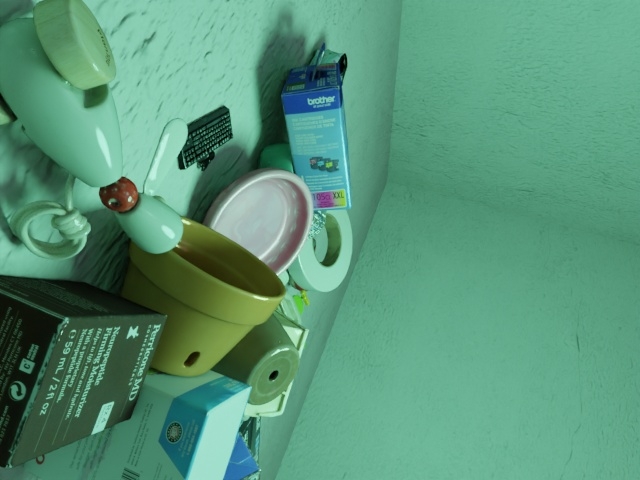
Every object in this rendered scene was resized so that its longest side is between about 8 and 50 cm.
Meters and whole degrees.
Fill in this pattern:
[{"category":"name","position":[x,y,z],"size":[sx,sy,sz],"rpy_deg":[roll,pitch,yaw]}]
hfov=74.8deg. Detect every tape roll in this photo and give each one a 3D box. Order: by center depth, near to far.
[{"category":"tape roll","position":[0.000,0.000,1.599],"size":[0.391,0.071,0.393],"rpy_deg":[1,89,-56]}]

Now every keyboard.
[{"category":"keyboard","position":[-0.236,-0.204,0.880],"size":[0.180,0.023,0.108],"rpy_deg":[-55,157,-50]}]

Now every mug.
[{"category":"mug","position":[-0.115,-0.204,1.165],"size":[0.158,0.097,0.130],"rpy_deg":[-77,161,-74]}]

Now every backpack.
[{"category":"backpack","position":[0.017,-0.512,1.312],"size":[0.152,0.115,0.182],"rpy_deg":[104,6,-71]}]

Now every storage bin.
[{"category":"storage bin","position":[-0.179,0.343,1.238],"size":[0.262,0.123,0.261],"rpy_deg":[12,-96,62]}]

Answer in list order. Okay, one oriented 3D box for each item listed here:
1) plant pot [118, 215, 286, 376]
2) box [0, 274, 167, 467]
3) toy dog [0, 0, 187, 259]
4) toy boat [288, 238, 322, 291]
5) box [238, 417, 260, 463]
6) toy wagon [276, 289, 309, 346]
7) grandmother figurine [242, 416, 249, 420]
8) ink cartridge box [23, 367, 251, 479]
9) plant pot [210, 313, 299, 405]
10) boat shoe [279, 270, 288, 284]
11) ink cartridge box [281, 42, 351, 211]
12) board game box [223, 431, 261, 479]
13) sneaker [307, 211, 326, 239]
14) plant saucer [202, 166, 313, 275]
[{"category":"plant pot","position":[-0.238,0.104,0.771],"size":[0.204,0.290,0.291],"rpy_deg":[-57,167,7]},{"category":"box","position":[-0.351,0.151,0.550],"size":[0.203,0.166,0.169],"rpy_deg":[36,71,-75]},{"category":"toy dog","position":[-0.282,-0.136,0.518],"size":[0.334,0.219,0.161],"rpy_deg":[102,-19,-47]},{"category":"toy boat","position":[-0.038,0.108,1.732],"size":[0.151,0.151,0.231],"rpy_deg":[-47,151,-59]},{"category":"box","position":[-0.334,0.834,1.546],"size":[0.318,0.097,0.395],"rpy_deg":[-53,154,-58]},{"category":"toy wagon","position":[-0.136,0.300,1.552],"size":[0.344,0.068,0.268],"rpy_deg":[-50,124,-59]},{"category":"grandmother figurine","position":[-0.232,0.485,1.541],"size":[0.208,0.103,0.343],"rpy_deg":[72,34,-52]},{"category":"ink cartridge box","position":[-0.300,0.318,0.727],"size":[0.197,0.269,0.198],"rpy_deg":[35,73,-77]},{"category":"plant pot","position":[-0.173,0.247,0.957],"size":[0.263,0.229,0.263],"rpy_deg":[-26,131,-35]},{"category":"boat shoe","position":[-0.175,0.026,1.239],"size":[0.305,0.109,0.091],"rpy_deg":[72,-6,-47]},{"category":"ink cartridge box","position":[-0.004,-0.314,1.149],"size":[0.270,0.151,0.396],"rpy_deg":[-87,169,-55]},{"category":"board game box","position":[-0.315,0.750,1.219],"size":[0.231,0.141,0.291],"rpy_deg":[-13,126,-33]},{"category":"sneaker","position":[-0.032,-0.112,1.409],"size":[0.111,0.129,0.297],"rpy_deg":[45,72,-27]},{"category":"plant saucer","position":[-0.163,-0.031,1.040],"size":[0.332,0.084,0.333],"rpy_deg":[-31,139,-32]}]
